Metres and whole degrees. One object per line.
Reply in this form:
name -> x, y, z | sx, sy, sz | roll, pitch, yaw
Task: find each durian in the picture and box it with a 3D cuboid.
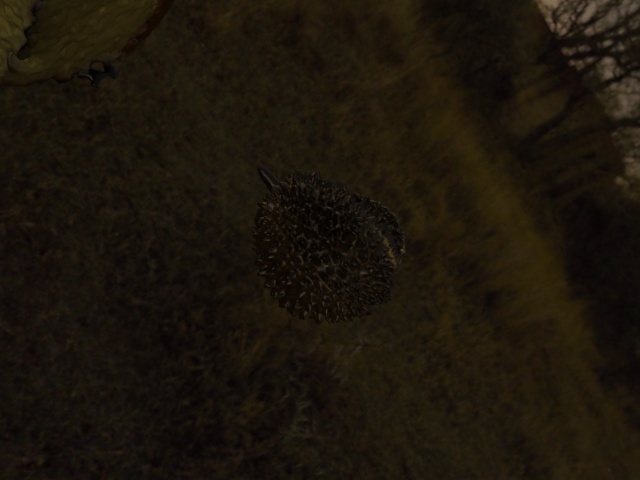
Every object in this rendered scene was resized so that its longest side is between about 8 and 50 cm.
durian -> 0.002, -0.002, 0.516 | 0.140, 0.110, 0.071 | 49, -8, -3

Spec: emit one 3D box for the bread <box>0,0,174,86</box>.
bread -> -0.124, -0.196, 0.381 | 0.129, 0.260, 0.134 | -33, 90, -39
